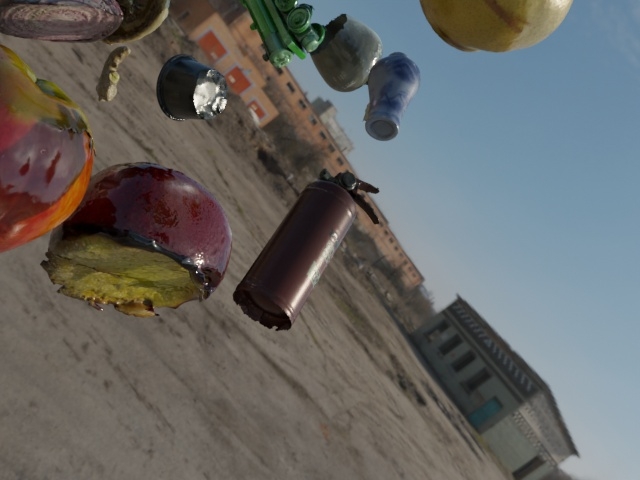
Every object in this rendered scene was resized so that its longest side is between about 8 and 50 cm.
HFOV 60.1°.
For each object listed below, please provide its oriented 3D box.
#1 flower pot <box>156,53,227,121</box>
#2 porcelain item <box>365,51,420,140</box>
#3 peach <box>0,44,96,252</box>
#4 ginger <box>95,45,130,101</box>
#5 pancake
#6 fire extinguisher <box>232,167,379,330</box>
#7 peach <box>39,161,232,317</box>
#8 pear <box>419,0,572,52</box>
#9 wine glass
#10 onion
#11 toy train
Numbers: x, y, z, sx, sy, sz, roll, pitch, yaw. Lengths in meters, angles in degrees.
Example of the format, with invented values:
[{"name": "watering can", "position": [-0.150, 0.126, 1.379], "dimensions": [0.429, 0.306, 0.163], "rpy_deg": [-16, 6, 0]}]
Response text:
[{"name": "flower pot", "position": [-0.293, -0.350, 1.302], "dimensions": [0.106, 0.158, 0.157], "rpy_deg": [21, -14, 29]}, {"name": "porcelain item", "position": [0.185, -0.385, 1.455], "dimensions": [0.141, 0.141, 0.259], "rpy_deg": [50, 47, -46]}, {"name": "peach", "position": [-0.566, -0.132, 0.908], "dimensions": [0.370, 0.370, 0.370], "rpy_deg": [53, 3, -4]}, {"name": "ginger", "position": [-0.601, -0.479, 1.586], "dimensions": [0.069, 0.174, 0.051], "rpy_deg": [20, 4, 36]}, {"name": "pancake", "position": [-0.540, -0.638, 1.351], "dimensions": [0.356, 0.355, 0.065], "rpy_deg": [51, 29, -41]}, {"name": "fire extinguisher", "position": [0.000, 0.000, 0.927], "dimensions": [0.147, 0.337, 0.106], "rpy_deg": [43, -32, -16]}, {"name": "peach", "position": [-0.402, 0.005, 1.246], "dimensions": [0.353, 0.338, 0.416], "rpy_deg": [67, 19, -2]}, {"name": "pear", "position": [0.327, -0.512, 1.038], "dimensions": [0.314, 0.314, 0.314], "rpy_deg": [53, 3, -4]}, {"name": "wine glass", "position": [0.126, -0.575, 1.838], "dimensions": [0.323, 0.238, 0.238], "rpy_deg": [40, 9, -27]}, {"name": "onion", "position": [-0.591, -0.521, 1.224], "dimensions": [0.247, 0.249, 0.112], "rpy_deg": [0, -83, 51]}, {"name": "toy train", "position": [-0.084, -0.420, 0.989], "dimensions": [0.085, 0.119, 0.252], "rpy_deg": [23, 40, -60]}]
